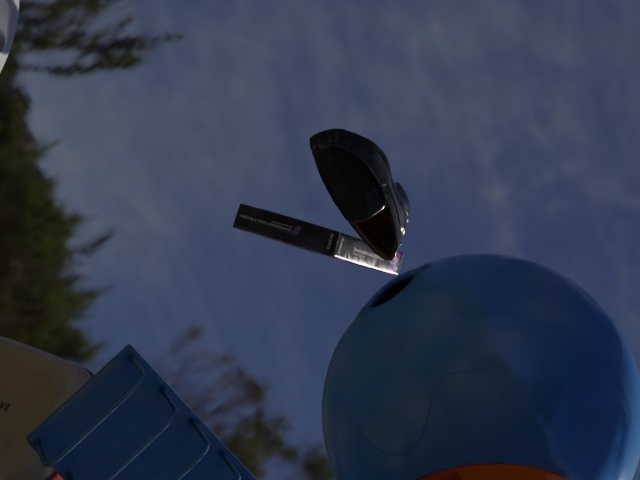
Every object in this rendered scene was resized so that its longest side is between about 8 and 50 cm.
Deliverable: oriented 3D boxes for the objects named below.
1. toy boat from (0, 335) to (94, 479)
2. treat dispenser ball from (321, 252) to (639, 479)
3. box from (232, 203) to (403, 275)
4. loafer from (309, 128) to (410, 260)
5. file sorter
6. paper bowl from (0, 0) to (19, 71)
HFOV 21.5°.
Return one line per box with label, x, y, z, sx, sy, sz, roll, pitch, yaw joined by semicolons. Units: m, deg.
toy boat;-0.310;0.197;1.756;0.231;0.151;0.151;17;-25;37
treat dispenser ball;0.145;0.154;1.511;0.288;0.288;0.288;40;-32;31
box;0.000;0.000;1.682;0.116;0.162;0.029;16;-89;26
loafer;0.041;-0.044;1.587;0.062;0.061;0.170;-16;-37;24
file sorter;-0.139;0.195;1.394;0.170;0.118;0.104;49;-5;-15
paper bowl;-0.368;-0.187;1.436;0.148;0.284;0.284;28;-35;16
